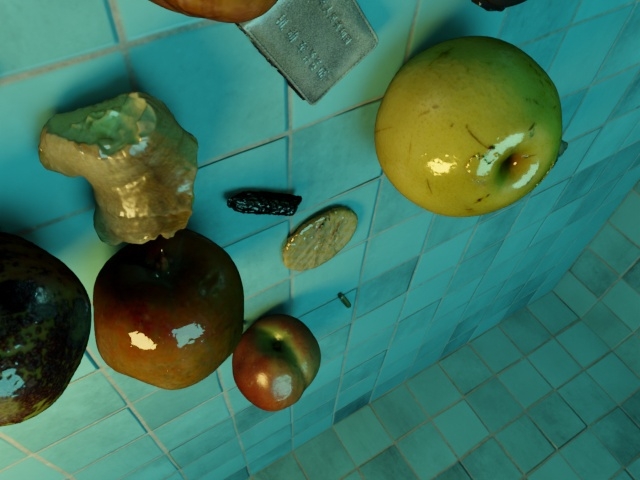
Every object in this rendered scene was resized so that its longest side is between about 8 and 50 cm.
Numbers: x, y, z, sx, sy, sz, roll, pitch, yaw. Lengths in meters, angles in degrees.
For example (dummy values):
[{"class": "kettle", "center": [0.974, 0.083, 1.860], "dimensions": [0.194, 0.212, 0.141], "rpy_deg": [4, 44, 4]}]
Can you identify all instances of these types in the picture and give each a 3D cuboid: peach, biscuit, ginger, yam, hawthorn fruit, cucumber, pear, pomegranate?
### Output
[{"class": "peach", "center": [-0.123, 0.332, 1.397], "dimensions": [0.252, 0.252, 0.252], "rpy_deg": [-27, 149, -17]}, {"class": "biscuit", "center": [0.001, 0.001, 1.264], "dimensions": [0.220, 0.033, 0.220], "rpy_deg": [-26, 150, -17]}, {"class": "ginger", "center": [-0.280, -0.097, 0.736], "dimensions": [0.221, 0.130, 0.275], "rpy_deg": [0, 136, -32]}, {"class": "yam", "center": [0.078, 0.193, 1.633], "dimensions": [0.021, 0.021, 0.116], "rpy_deg": [-36, 152, -1]}, {"class": "hawthorn fruit", "center": [-0.264, 0.104, 0.913], "dimensions": [0.268, 0.268, 0.301], "rpy_deg": [-17, 143, -31]}, {"class": "cucumber", "center": [-0.111, -0.074, 1.022], "dimensions": [0.181, 0.053, 0.053], "rpy_deg": [0, 134, -44]}, {"class": "pear", "center": [0.273, -0.208, 0.975], "dimensions": [0.348, 0.348, 0.348], "rpy_deg": [-27, 149, -17]}, {"class": "pomegranate", "center": [-0.479, 0.102, 0.658], "dimensions": [0.285, 0.285, 0.340], "rpy_deg": [-38, 153, 1]}]

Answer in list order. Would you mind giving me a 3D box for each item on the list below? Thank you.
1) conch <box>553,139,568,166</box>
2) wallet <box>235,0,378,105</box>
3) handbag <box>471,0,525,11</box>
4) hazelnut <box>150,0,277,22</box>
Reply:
[{"class": "conch", "center": [0.531, -0.228, 1.384], "dimensions": [0.277, 0.195, 0.220], "rpy_deg": [-8, 117, -2]}, {"class": "wallet", "center": [-0.009, -0.320, 0.789], "dimensions": [0.167, 0.036, 0.222], "rpy_deg": [-42, 150, 9]}, {"class": "handbag", "center": [0.358, -0.518, 0.842], "dimensions": [0.308, 0.093, 0.254], "rpy_deg": [-29, 151, -14]}, {"class": "hazelnut", "center": [-0.129, -0.330, 0.523], "dimensions": [0.210, 0.210, 0.186], "rpy_deg": [-8, 117, -41]}]
